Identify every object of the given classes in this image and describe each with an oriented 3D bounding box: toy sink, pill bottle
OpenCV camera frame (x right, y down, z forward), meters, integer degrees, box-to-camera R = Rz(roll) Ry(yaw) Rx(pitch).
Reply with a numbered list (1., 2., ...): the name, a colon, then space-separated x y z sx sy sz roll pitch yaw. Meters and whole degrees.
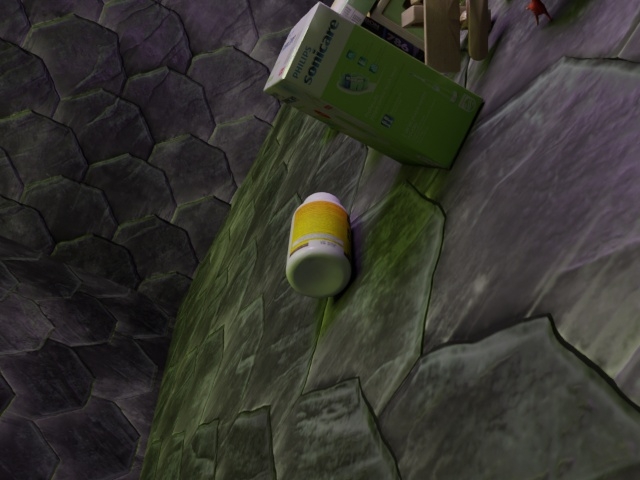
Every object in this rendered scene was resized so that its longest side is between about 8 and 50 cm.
1. toy sink: 0.218 -0.508 1.093 0.234 0.152 0.131 -53 20 33
2. pill bottle: 0.000 0.000 1.077 0.117 0.117 0.215 -54 19 32

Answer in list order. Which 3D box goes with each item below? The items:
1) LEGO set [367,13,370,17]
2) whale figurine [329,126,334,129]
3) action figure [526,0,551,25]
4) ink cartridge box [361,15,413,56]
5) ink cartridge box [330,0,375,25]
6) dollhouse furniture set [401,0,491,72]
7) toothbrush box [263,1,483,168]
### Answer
1. LEGO set: 0.157 -0.654 1.481 0.132 0.107 0.287 114 153 -52
2. whale figurine: 0.028 -0.410 1.538 0.272 0.141 0.216 -132 46 -60
3. action figure: 0.324 -0.361 0.678 0.280 0.139 0.092 3 64 49
4. ink cartridge box: 0.112 -0.387 1.222 0.065 0.165 0.333 -47 25 45
5. ink cartridge box: 0.055 -0.489 1.176 0.171 0.056 0.235 -57 22 13
6. dollhouse furniture set: 0.204 -0.327 0.929 0.151 0.144 0.123 -157 63 -73
7. toothbrush box: 0.072 -0.228 0.893 0.122 0.283 0.206 -63 17 3
